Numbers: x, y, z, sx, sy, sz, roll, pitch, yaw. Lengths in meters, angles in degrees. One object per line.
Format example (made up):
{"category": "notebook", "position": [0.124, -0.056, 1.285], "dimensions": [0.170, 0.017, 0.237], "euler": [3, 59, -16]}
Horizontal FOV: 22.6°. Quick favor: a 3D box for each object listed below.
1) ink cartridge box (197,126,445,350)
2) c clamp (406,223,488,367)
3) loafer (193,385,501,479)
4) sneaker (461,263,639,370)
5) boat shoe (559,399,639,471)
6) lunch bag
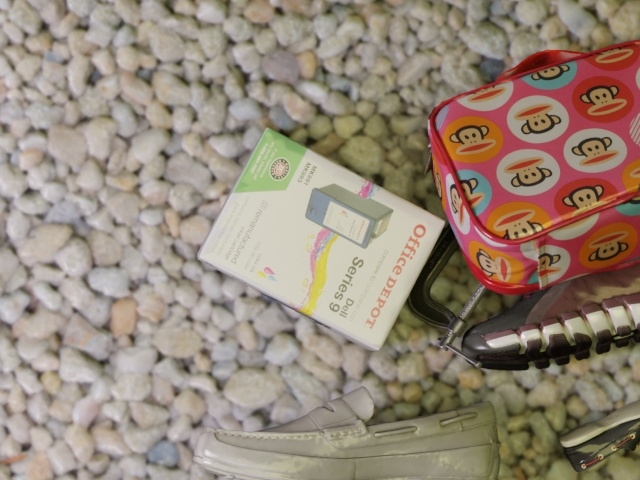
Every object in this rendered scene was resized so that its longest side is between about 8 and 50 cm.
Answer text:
{"category": "ink cartridge box", "position": [0.000, 0.000, 1.659], "dimensions": [0.212, 0.093, 0.154], "euler": [29, 86, -5]}
{"category": "c clamp", "position": [0.157, 0.043, 1.668], "dimensions": [0.022, 0.137, 0.161], "euler": [38, 80, -45]}
{"category": "loafer", "position": [0.029, 0.206, 1.652], "dimensions": [0.319, 0.112, 0.111], "euler": [4, 83, -12]}
{"category": "sneaker", "position": [0.273, 0.036, 1.690], "dimensions": [0.281, 0.106, 0.162], "euler": [-12, 70, 0]}
{"category": "boat shoe", "position": [0.321, 0.203, 1.701], "dimensions": [0.133, 0.049, 0.042], "euler": [-25, 96, -3]}
{"category": "lunch bag", "position": [0.259, -0.093, 1.635], "dimensions": [0.293, 0.120, 0.258], "euler": [-16, 51, -5]}
